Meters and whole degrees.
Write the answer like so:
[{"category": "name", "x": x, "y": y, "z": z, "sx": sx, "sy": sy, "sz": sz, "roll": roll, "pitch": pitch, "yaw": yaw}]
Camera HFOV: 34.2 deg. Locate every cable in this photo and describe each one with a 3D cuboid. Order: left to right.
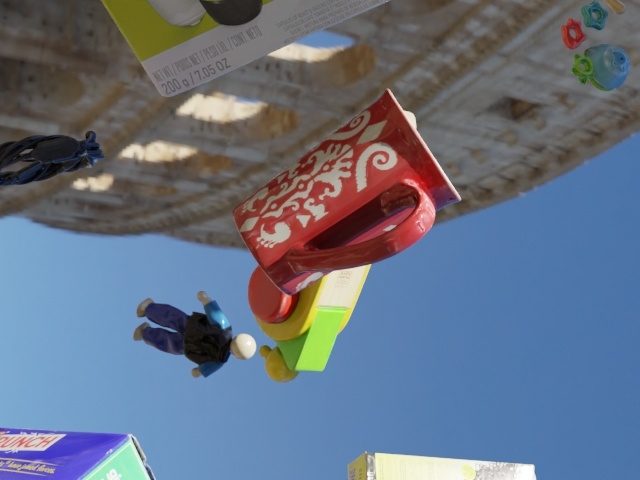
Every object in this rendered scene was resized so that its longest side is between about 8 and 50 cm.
[{"category": "cable", "x": -0.421, "y": -0.122, "z": 1.564, "sx": 0.150, "sy": 0.184, "sz": 0.047, "roll": 137, "pitch": -63, "yaw": -81}]

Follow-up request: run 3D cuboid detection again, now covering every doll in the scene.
[{"category": "doll", "x": -0.180, "y": 0.134, "z": 1.507, "sx": 0.188, "sy": 0.046, "sz": 0.129, "roll": 14, "pitch": -79, "yaw": 22}]

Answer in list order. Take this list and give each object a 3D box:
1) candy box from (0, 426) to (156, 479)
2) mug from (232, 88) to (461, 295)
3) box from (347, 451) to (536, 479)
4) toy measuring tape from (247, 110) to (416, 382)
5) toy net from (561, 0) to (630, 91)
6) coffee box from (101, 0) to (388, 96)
[{"category": "candy box", "x": -0.332, "y": 0.296, "z": 0.908, "sx": 0.268, "sy": 0.317, "sz": 0.122, "roll": -6, "pitch": -68, "yaw": 38}, {"category": "mug", "x": 0.017, "y": -0.034, "z": 0.868, "sx": 0.169, "sy": 0.150, "sz": 0.113, "roll": -33, "pitch": -85, "yaw": 8}, {"category": "box", "x": 0.151, "y": 0.311, "z": 1.259, "sx": 0.058, "sy": 0.232, "sz": 0.087, "roll": 128, "pitch": -36, "yaw": -56}, {"category": "toy measuring tape", "x": 0.000, "y": 0.000, "z": 1.123, "sx": 0.121, "sy": 0.121, "sz": 0.330, "roll": 39, "pitch": -67, "yaw": 51}, {"category": "toy net", "x": 0.378, "y": -0.329, "z": 1.482, "sx": 0.045, "sy": 0.122, "sz": 0.232, "roll": 154, "pitch": -71, "yaw": -65}, {"category": "coffee box", "x": -0.061, "y": -0.402, "z": 1.013, "sx": 0.337, "sy": 0.334, "sz": 0.338, "roll": -20, "pitch": -153, "yaw": 21}]
